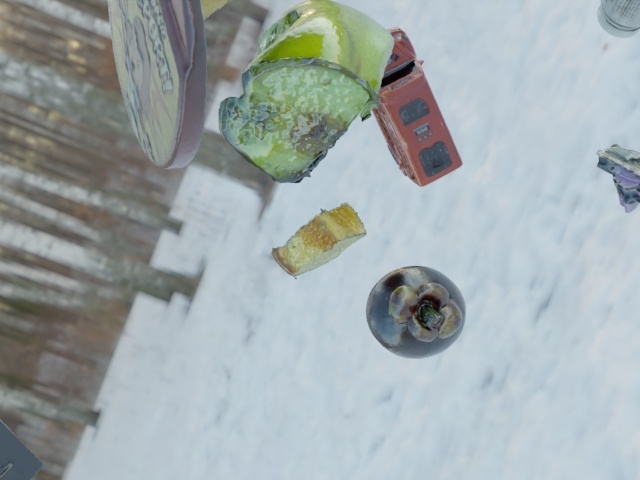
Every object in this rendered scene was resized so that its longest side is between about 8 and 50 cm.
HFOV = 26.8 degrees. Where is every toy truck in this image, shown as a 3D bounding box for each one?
[{"bbox_3d":[0.144,-0.220,2.219,0.107,0.252,0.114,-28,29,-1],"label":"toy truck"}]

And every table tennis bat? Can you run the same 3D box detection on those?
[{"bbox_3d":[-0.146,-0.227,1.248,0.414,0.051,0.268,122,134,-63],"label":"table tennis bat"}]

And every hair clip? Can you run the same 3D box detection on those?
[{"bbox_3d":[0.454,-0.040,1.605,0.106,0.292,0.084,-36,-39,-36],"label":"hair clip"}]

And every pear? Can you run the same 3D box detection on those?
[{"bbox_3d":[-0.004,-0.241,1.806,0.238,0.164,0.255,-44,16,48],"label":"pear"}]

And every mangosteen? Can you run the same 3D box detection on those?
[{"bbox_3d":[0.126,0.092,1.706,0.140,0.140,0.140,-158,90,-80],"label":"mangosteen"}]

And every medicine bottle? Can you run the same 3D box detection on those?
[{"bbox_3d":[0.402,-0.320,1.700,0.140,0.079,0.079,107,179,-64],"label":"medicine bottle"}]

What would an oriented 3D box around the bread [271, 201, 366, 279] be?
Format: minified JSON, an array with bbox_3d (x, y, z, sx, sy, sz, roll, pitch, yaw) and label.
[{"bbox_3d":[0.000,0.000,2.014,0.103,0.065,0.187,-38,-9,21],"label":"bread"}]

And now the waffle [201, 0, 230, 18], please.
[{"bbox_3d":[-0.102,-0.342,1.638,0.248,0.055,0.221,-33,18,16],"label":"waffle"}]

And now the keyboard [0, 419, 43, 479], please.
[{"bbox_3d":[-0.361,0.267,1.077,0.317,0.106,0.027,-48,22,-26],"label":"keyboard"}]
